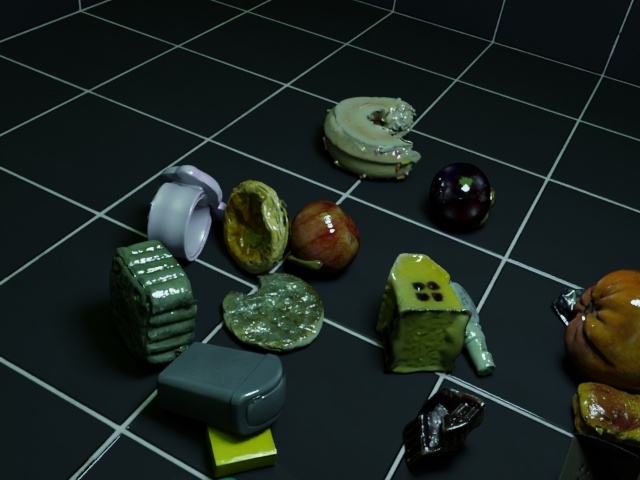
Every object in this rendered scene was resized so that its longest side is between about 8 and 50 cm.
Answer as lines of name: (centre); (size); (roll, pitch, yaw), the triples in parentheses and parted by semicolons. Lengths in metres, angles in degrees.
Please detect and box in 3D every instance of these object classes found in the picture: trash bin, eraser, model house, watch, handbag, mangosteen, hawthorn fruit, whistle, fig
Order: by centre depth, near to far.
model house: (0.582, 0.505, 1.282); (0.243, 0.211, 0.204); (29, 79, -18)
eraser: (-0.154, 0.397, 1.362); (0.122, 0.045, 0.097); (-6, 39, -18)
model house: (0.234, 0.375, 1.394); (0.106, 0.165, 0.152); (45, 50, 15)
trash bin: (-0.185, 0.292, 1.403); (0.236, 0.101, 0.177); (9, 26, 21)
hawthorn fruit: (0.722, 0.219, 1.587); (0.298, 0.277, 0.277); (30, 38, -8)
model house: (0.227, 0.159, 1.616); (0.175, 0.193, 0.234); (3, 36, -6)
whistle: (0.344, 0.201, 1.665); (0.126, 0.067, 0.258); (32, 30, -47)
handbag: (0.662, 0.189, 1.756); (0.115, 0.072, 0.139); (3, 49, -15)
fig: (0.000, -0.001, 1.791); (0.205, 0.205, 0.205); (5, 39, -4)
watch: (-0.359, -0.056, 1.794); (0.211, 0.248, 0.217); (15, 65, 6)
mangosteen: (0.421, -0.121, 2.022); (0.230, 0.194, 0.194); (18, 31, -32)

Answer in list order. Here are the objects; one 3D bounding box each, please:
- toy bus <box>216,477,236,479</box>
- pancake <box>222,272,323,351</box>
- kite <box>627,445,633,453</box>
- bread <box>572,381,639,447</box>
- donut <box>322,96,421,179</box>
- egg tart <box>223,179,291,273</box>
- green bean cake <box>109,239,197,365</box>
toy bus: (-0.147, 0.542, 1.065); (0.184, 0.199, 0.343); (-13, 45, -26)
pancake: (-0.109, 0.171, 1.660); (0.254, 0.037, 0.253); (5, 40, -4)
kite: (0.696, 0.428, 1.505); (0.141, 0.015, 0.245); (14, 35, 9)
bread: (0.676, 0.385, 1.484); (0.271, 0.077, 0.139); (14, 38, 3)
donut: (0.158, -0.330, 2.239); (0.307, 0.150, 0.371); (7, 38, -2)
egg tart: (-0.152, -0.035, 1.764); (0.106, 0.241, 0.241); (-6, 38, -43)
green bean cake: (-0.363, 0.141, 1.501); (0.125, 0.227, 0.222); (-17, 44, -36)
